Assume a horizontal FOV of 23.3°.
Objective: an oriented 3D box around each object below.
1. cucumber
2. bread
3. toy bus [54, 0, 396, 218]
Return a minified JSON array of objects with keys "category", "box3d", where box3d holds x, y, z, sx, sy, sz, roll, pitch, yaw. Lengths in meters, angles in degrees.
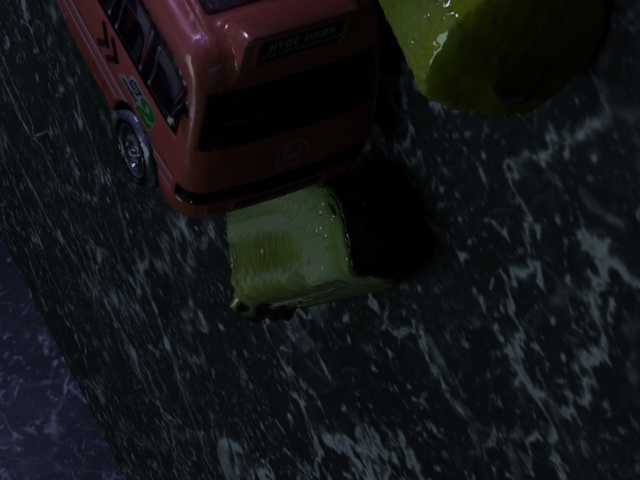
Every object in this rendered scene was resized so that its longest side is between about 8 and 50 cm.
[{"category":"cucumber","box3d":[0.001,-0.003,1.451,0.325,0.105,0.145,164,99,-70]},{"category":"bread","box3d":[0.109,-0.148,0.981,0.111,0.129,0.114,-49,54,27]},{"category":"toy bus","box3d":[-0.115,-0.246,1.320,0.427,0.203,0.233,60,155,23]}]
